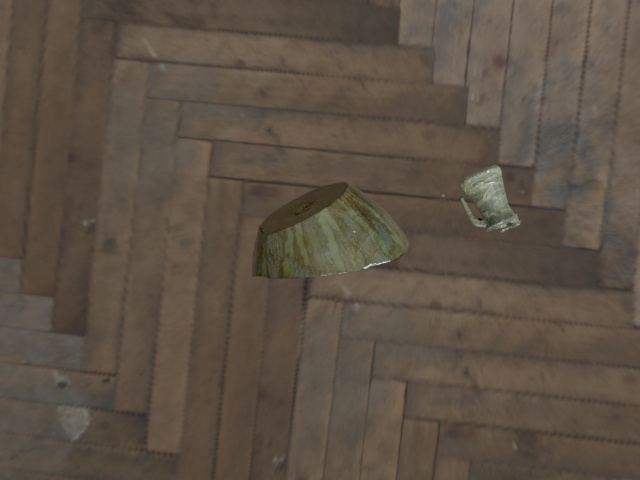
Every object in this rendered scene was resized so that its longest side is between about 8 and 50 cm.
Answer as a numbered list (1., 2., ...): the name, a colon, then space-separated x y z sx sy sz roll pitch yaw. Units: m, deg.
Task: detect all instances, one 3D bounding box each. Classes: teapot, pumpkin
1. teapot: 0.218 -0.047 1.601 0.067 0.057 0.083 -25 79 -6
2. pumpkin: 0.003 -0.017 1.649 0.217 0.217 0.110 -12 107 6
